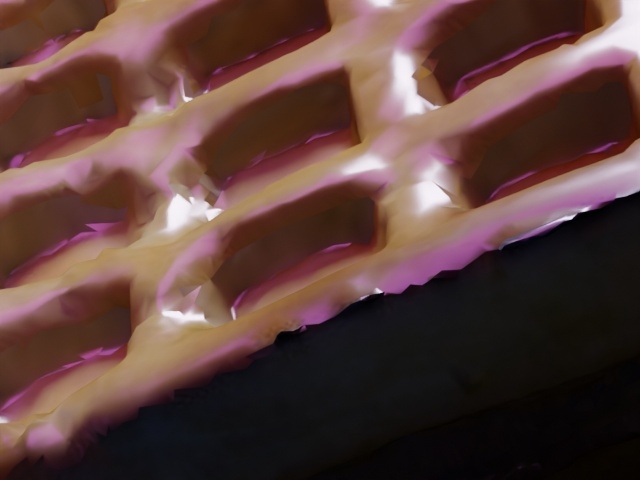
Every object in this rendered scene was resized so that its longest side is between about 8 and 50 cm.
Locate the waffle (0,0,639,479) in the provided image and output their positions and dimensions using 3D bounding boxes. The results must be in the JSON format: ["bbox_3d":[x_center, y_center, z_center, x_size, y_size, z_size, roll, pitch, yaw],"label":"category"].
[{"bbox_3d":[0.051,-0.035,0.467,0.328,0.098,0.224,-23,36,10],"label":"waffle"}]
